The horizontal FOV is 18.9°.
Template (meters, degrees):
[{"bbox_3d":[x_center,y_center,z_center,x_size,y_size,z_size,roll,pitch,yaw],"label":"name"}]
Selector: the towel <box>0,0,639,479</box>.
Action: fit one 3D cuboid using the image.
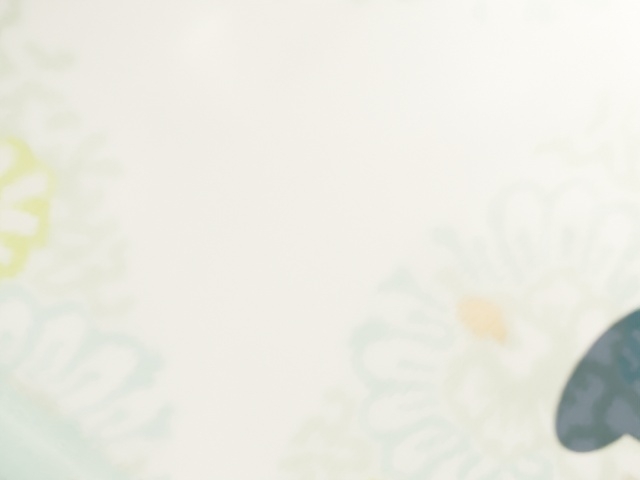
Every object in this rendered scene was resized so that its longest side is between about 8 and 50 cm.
[{"bbox_3d":[0.057,-0.009,0.587,0.374,0.090,0.320,42,89,-24],"label":"towel"}]
